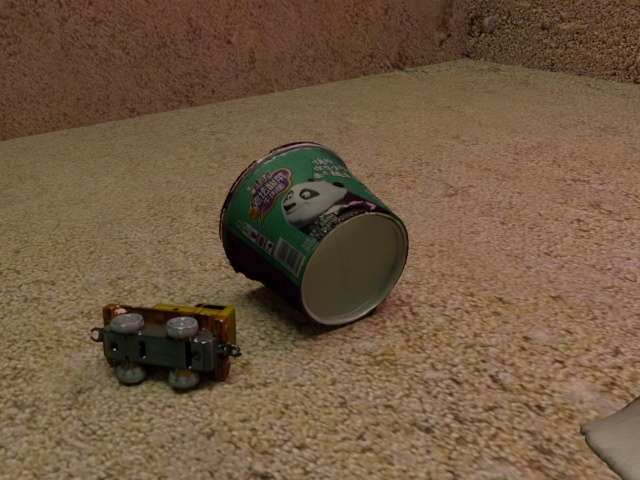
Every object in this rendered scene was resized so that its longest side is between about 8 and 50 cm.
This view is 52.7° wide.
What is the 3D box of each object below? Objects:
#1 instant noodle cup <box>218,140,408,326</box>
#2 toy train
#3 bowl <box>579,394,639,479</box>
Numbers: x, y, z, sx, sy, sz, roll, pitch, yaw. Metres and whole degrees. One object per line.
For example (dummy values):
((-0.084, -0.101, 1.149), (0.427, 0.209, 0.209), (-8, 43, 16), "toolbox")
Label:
((0.000, 0.000, 0.978), (0.251, 0.251, 0.190), (-17, 37, -29), "instant noodle cup")
((-0.202, 0.131, 0.880), (0.220, 0.089, 0.127), (3, 15, 14), "toy train")
((0.401, 0.153, 0.376), (0.435, 0.195, 0.435), (29, 2, -1), "bowl")
